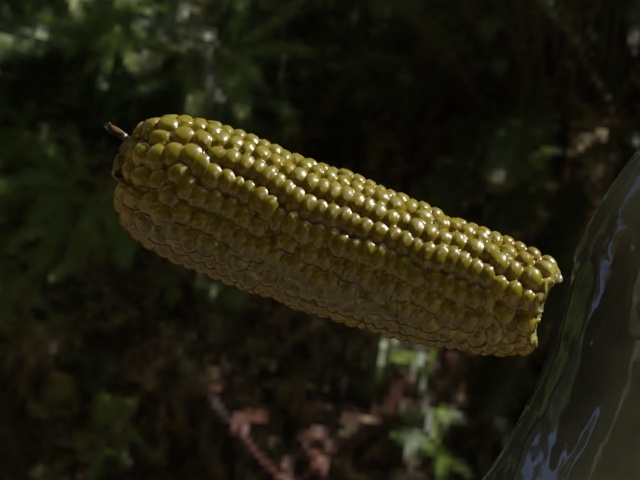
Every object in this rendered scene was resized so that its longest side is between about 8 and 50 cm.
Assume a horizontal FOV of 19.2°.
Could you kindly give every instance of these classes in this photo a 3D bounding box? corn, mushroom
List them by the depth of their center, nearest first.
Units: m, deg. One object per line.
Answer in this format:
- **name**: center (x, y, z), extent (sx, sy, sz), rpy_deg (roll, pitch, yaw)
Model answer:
- **mushroom**: center (0.103, 0.096, 0.700), extent (0.097, 0.351, 0.109), rpy_deg (22, 0, -9)
- **corn**: center (0.000, 0.000, 1.227), extent (0.310, 0.101, 0.101), rpy_deg (21, -21, 0)
